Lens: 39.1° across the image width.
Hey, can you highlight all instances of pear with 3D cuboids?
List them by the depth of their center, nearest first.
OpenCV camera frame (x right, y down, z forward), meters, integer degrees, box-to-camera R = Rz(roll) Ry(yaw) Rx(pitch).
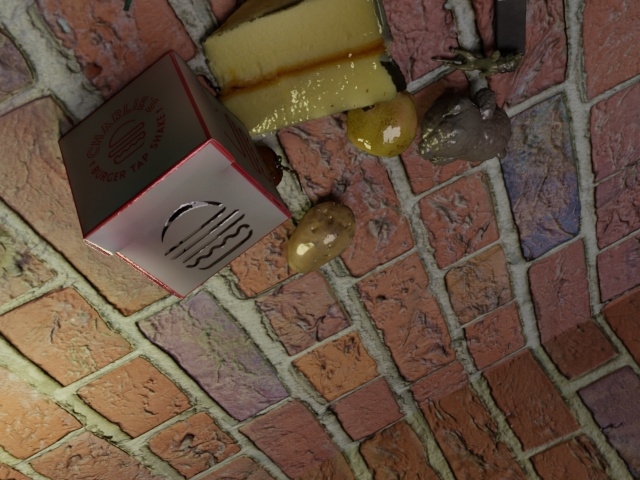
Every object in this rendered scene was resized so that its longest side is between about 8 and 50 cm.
[{"bbox_3d":[0.145,-0.280,2.066,0.178,0.178,0.178,-18,143,-14],"label":"pear"}]

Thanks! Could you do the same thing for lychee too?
[{"bbox_3d":[-0.122,-0.161,2.059,0.140,0.101,0.114,-10,101,-5],"label":"lychee"}]

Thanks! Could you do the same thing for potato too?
[{"bbox_3d":[-0.004,-0.001,2.320,0.235,0.128,0.161,-35,140,18],"label":"potato"}]

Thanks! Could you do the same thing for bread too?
[{"bbox_3d":[-0.047,-0.348,1.798,0.405,0.242,0.345,-37,141,5],"label":"bread"}]

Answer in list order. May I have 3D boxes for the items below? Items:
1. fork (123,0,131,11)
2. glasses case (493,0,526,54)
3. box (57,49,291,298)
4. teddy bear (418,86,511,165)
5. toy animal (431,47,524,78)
[{"bbox_3d":[-0.310,-0.501,1.595,0.039,0.021,0.235,1,134,-31],"label":"fork"},{"bbox_3d":[0.437,-0.499,2.078,0.072,0.042,0.190,-17,144,0],"label":"glasses case"},{"bbox_3d":[-0.291,-0.124,1.806,0.314,0.312,0.300,-36,137,10],"label":"box"},{"bbox_3d":[0.349,-0.270,2.206,0.267,0.151,0.236,5,131,-39],"label":"teddy bear"},{"bbox_3d":[0.367,-0.412,2.089,0.220,0.086,0.069,3,106,-6],"label":"toy animal"}]
